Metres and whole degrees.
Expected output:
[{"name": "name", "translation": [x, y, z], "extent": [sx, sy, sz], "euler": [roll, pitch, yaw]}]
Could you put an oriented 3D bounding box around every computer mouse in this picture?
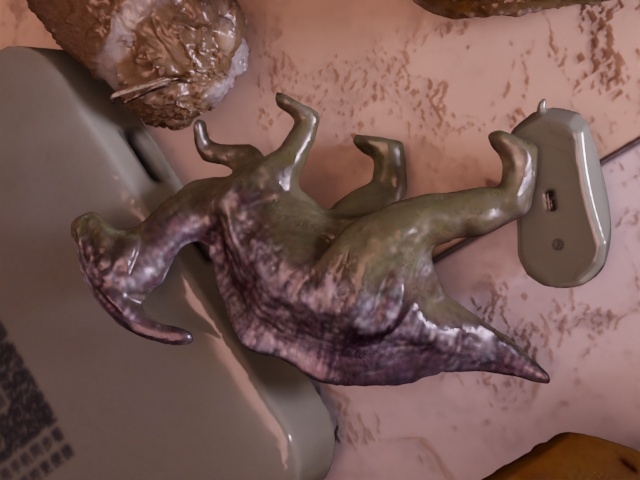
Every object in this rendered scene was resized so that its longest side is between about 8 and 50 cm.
[{"name": "computer mouse", "translation": [0.141, -0.028, 0.541], "extent": [0.056, 0.032, 0.110], "euler": [-7, 93, 40]}]

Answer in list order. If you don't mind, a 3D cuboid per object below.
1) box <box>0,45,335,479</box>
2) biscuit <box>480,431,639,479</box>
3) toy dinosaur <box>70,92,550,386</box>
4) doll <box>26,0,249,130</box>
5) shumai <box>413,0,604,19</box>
[{"name": "box", "translation": [-0.217, 0.098, 0.679], "extent": [0.367, 0.090, 0.373], "euler": [-37, 79, 20]}, {"name": "biscuit", "translation": [0.155, 0.265, 0.419], "extent": [0.359, 0.359, 0.046], "euler": [62, 149, 8]}, {"name": "toy dinosaur", "translation": [0.000, 0.001, 0.556], "extent": [0.294, 0.077, 0.162], "euler": [11, 81, 15]}, {"name": "doll", "translation": [-0.136, -0.169, 0.618], "extent": [0.221, 0.115, 0.105], "euler": [51, 121, 19]}, {"name": "shumai", "translation": [0.096, -0.250, 0.424], "extent": [0.314, 0.262, 0.267], "euler": [-6, 93, 22]}]
